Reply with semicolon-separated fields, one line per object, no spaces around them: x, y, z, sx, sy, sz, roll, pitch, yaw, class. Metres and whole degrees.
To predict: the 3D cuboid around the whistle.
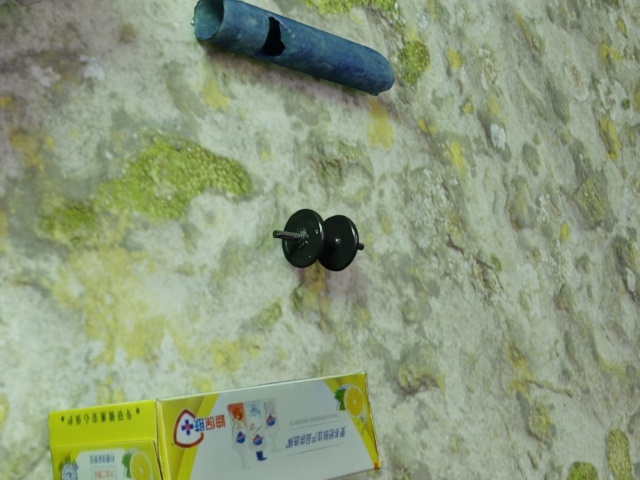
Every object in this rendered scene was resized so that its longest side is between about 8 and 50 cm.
-0.022;-0.240;1.174;0.304;0.062;0.062;8;70;-45;whistle

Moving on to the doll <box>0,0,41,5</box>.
-0.339;-0.296;0.736;0.310;0.240;0.284;-42;146;-61;doll

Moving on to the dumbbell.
0.000;0.000;1.107;0.147;0.069;0.069;9;70;-45;dumbbell

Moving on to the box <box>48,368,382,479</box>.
-0.092;0.185;0.875;0.265;0.168;0.097;1;79;-48;box
